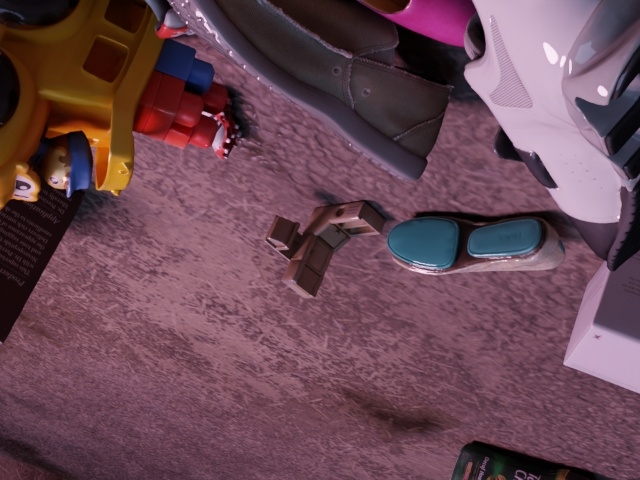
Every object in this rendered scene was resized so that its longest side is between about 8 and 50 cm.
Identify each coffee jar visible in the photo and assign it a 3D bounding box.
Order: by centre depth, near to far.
[{"bbox_3d":[0.267,0.337,1.444,0.184,0.096,0.079,10,155,26],"label":"coffee jar"}]

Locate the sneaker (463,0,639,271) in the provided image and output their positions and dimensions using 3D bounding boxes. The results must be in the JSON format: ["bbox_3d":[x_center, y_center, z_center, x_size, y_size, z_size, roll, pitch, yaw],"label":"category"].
[{"bbox_3d":[0.164,-0.091,0.667,0.146,0.122,0.330,40,174,27],"label":"sneaker"}]

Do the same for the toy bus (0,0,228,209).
[{"bbox_3d":[-0.181,-0.106,0.819,0.211,0.220,0.149,23,159,-13],"label":"toy bus"}]

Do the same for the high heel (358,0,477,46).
[{"bbox_3d":[-0.002,-0.163,0.646,0.244,0.117,0.082,37,153,-26],"label":"high heel"}]

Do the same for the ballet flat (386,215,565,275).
[{"bbox_3d":[0.135,0.010,0.954,0.168,0.057,0.052,2,157,41],"label":"ballet flat"}]

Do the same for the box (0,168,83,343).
[{"bbox_3d":[-0.410,0.003,1.252,0.168,0.203,0.167,34,154,-20],"label":"box"}]

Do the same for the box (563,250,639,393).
[{"bbox_3d":[0.271,0.069,0.905,0.101,0.087,0.102,21,155,7],"label":"box"}]

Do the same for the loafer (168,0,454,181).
[{"bbox_3d":[-0.002,-0.133,0.737,0.251,0.087,0.094,31,-173,-40],"label":"loafer"}]

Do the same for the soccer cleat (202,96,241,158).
[{"bbox_3d":[-0.092,-0.104,0.961,0.035,0.029,0.083,27,154,16],"label":"soccer cleat"}]

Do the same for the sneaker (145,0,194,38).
[{"bbox_3d":[-0.080,-0.161,0.771,0.161,0.075,0.057,32,155,-17],"label":"sneaker"}]

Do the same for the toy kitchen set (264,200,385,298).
[{"bbox_3d":[0.000,0.000,1.015,0.068,0.083,0.075,39,152,-31],"label":"toy kitchen set"}]
